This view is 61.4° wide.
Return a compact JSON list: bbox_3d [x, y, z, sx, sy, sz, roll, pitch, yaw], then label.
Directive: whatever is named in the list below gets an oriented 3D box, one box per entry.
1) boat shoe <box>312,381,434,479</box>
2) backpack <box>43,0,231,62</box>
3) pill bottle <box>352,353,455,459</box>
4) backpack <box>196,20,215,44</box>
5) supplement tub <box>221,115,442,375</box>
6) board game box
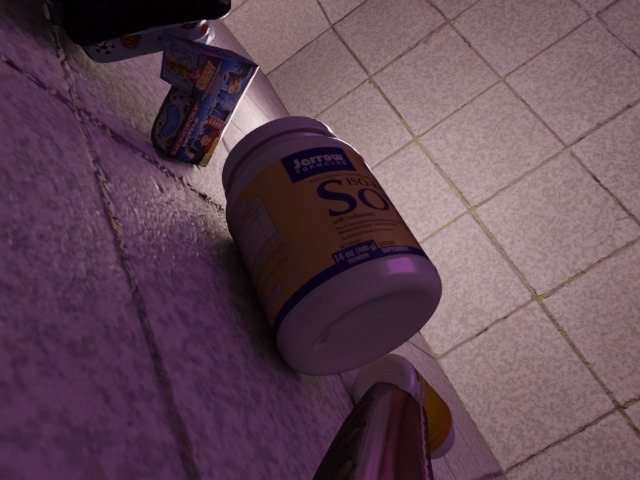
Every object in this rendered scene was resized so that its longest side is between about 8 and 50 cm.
[{"bbox_3d":[0.032,0.226,0.275,0.116,0.123,0.325,23,43,-5],"label":"boat shoe"},{"bbox_3d":[-0.268,-0.393,0.729,0.264,0.276,0.213,60,-29,13],"label":"backpack"},{"bbox_3d":[0.155,0.299,0.942,0.215,0.117,0.117,49,11,-34],"label":"pill bottle"},{"bbox_3d":[-0.339,-0.544,1.385,0.114,0.105,0.084,53,32,-25],"label":"backpack"},{"bbox_3d":[0.000,0.000,0.794,0.241,0.241,0.331,42,16,-56],"label":"supplement tub"},{"bbox_3d":[-0.189,-0.218,0.809,0.060,0.194,0.194,30,6,10],"label":"board game box"}]
